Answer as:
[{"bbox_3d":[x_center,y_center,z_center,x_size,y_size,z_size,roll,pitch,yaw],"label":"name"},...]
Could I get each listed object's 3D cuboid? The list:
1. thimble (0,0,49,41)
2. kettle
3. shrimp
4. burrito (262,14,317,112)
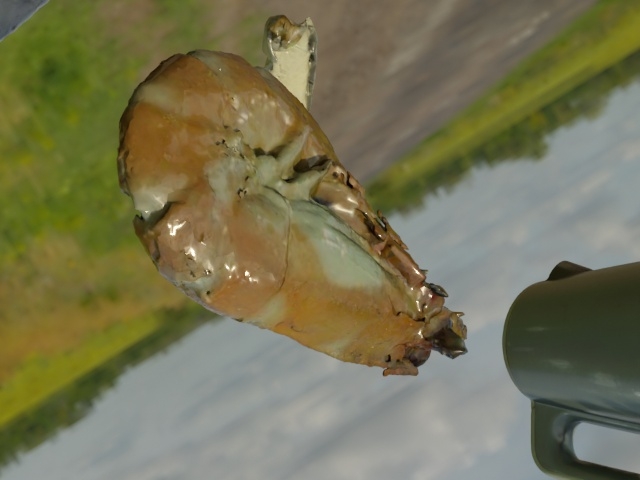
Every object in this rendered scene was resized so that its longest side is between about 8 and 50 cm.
[{"bbox_3d":[-0.207,-0.174,0.725,0.157,0.245,0.217,6,-108,66],"label":"thimble"},{"bbox_3d":[0.277,0.116,1.558,0.160,0.210,0.243,1,176,-37],"label":"kettle"},{"bbox_3d":[0.000,0.000,0.616,0.043,0.184,0.091,-14,-127,37],"label":"shrimp"},{"bbox_3d":[-0.027,-0.113,1.384,0.045,0.041,0.185,-16,151,-14],"label":"burrito"}]
